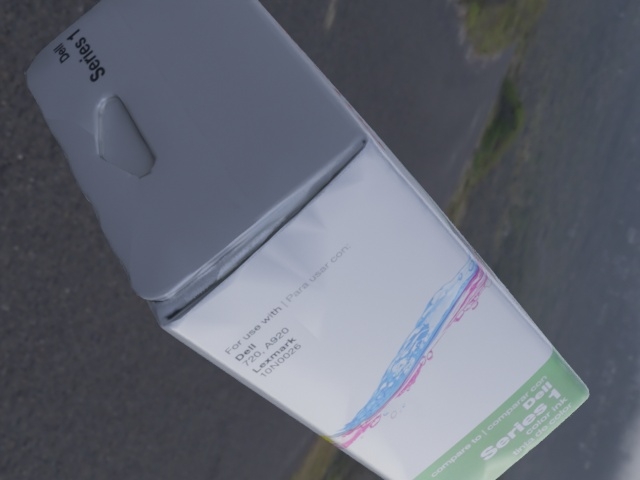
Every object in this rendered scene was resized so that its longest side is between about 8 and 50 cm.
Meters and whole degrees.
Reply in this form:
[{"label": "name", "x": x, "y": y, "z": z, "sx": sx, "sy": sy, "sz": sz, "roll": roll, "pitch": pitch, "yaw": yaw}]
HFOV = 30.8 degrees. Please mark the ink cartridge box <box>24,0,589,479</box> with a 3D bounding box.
[{"label": "ink cartridge box", "x": 0.000, "y": 0.000, "z": 0.609, "sx": 0.117, "sy": 0.201, "sz": 0.278, "roll": -41, "pitch": 139, "yaw": 5}]
